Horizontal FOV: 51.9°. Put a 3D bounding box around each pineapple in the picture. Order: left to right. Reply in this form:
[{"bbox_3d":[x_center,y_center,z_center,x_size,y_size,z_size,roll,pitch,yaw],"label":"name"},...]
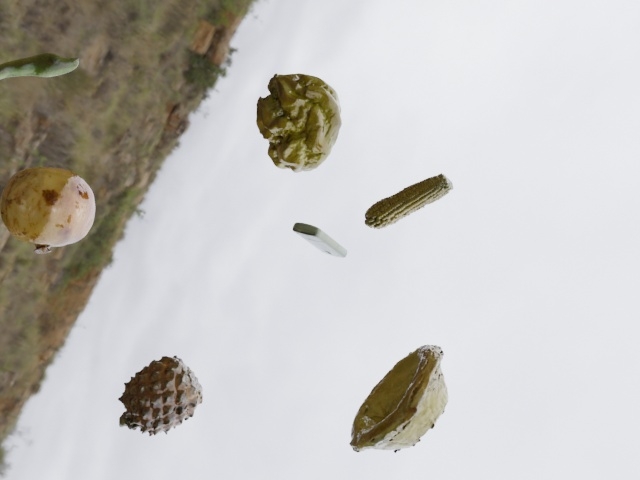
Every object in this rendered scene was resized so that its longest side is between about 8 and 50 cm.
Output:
[{"bbox_3d":[-0.356,0.348,1.431,0.193,0.166,0.166,-33,-157,-6],"label":"pineapple"}]

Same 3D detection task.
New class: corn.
[{"bbox_3d":[0.256,-0.112,1.938,0.288,0.086,0.086,-27,-142,27],"label":"corn"}]

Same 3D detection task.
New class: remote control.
[{"bbox_3d":[0.000,0.000,2.064,0.098,0.233,0.038,15,-102,30],"label":"remote control"}]

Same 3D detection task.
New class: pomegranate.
[{"bbox_3d":[-0.650,-0.071,1.579,0.215,0.215,0.215,-45,-152,32],"label":"pomegranate"}]

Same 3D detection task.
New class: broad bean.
[{"bbox_3d":[-0.967,-0.572,2.185,0.075,0.325,0.067,59,-26,27],"label":"broad bean"}]

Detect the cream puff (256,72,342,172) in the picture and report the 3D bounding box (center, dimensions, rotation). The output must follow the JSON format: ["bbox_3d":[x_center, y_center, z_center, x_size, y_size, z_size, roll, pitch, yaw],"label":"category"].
[{"bbox_3d":[-0.096,-0.402,2.205,0.324,0.257,0.291,-46,-146,30],"label":"cream puff"}]

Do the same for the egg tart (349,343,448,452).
[{"bbox_3d":[0.193,0.374,1.489,0.315,0.120,0.315,-50,-179,2],"label":"egg tart"}]
